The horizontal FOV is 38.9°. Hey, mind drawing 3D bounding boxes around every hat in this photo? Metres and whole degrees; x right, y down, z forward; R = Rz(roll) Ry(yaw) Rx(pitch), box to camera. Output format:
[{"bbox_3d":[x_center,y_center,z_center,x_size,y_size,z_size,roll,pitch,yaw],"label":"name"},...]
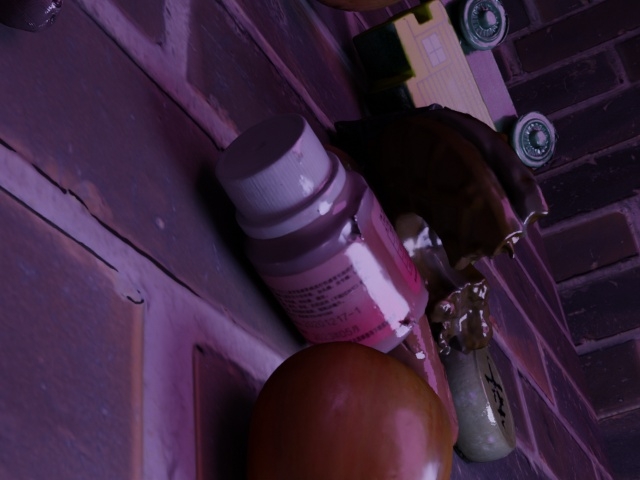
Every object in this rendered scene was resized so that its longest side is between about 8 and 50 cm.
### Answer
[{"bbox_3d":[-0.226,-0.180,0.653,0.087,0.042,0.058,34,12,2],"label":"hat"}]

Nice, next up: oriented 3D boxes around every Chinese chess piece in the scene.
[{"bbox_3d":[0.237,0.243,1.384,0.188,0.083,0.188,57,20,-34],"label":"Chinese chess piece"}]

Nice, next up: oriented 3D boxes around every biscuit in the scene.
[{"bbox_3d":[0.150,-0.019,1.161,0.268,0.115,0.366,60,-23,25],"label":"biscuit"}]

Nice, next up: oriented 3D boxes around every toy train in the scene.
[{"bbox_3d":[0.234,-0.242,1.613,0.179,0.272,0.442,0,-60,61],"label":"toy train"}]

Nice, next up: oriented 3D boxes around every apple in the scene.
[{"bbox_3d":[0.023,0.184,0.740,0.199,0.199,0.199,54,24,-37],"label":"apple"}]

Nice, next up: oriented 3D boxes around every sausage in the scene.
[{"bbox_3d":[0.079,0.072,1.134,0.433,0.087,0.088,69,19,2],"label":"sausage"}]

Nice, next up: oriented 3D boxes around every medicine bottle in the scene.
[{"bbox_3d":[0.000,0.000,0.904,0.247,0.147,0.147,57,22,-30],"label":"medicine bottle"}]

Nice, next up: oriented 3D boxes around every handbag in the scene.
[{"bbox_3d":[0.131,-0.157,1.375,0.270,0.175,0.089,-5,77,-71],"label":"handbag"}]

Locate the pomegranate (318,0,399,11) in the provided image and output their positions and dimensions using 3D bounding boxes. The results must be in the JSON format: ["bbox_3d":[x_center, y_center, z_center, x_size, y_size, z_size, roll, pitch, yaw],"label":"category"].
[{"bbox_3d":[0.048,-0.510,1.374,0.322,0.322,0.322,54,24,-37],"label":"pomegranate"}]

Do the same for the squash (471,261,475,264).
[{"bbox_3d":[0.195,0.019,1.528,0.224,0.094,0.094,-10,79,-64],"label":"squash"}]
